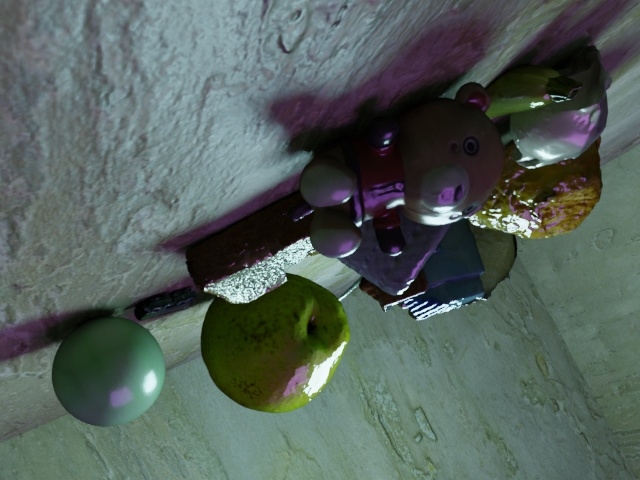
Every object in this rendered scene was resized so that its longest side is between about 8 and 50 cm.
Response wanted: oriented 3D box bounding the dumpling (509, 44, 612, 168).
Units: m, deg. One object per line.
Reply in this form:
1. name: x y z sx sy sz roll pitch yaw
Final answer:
1. dumpling: 0.414 -0.232 1.157 0.147 0.193 0.258 21 148 -7

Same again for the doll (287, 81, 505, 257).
1. doll: 0.115 -0.096 0.990 0.330 0.235 0.174 -16 -149 -13

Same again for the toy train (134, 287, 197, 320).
1. toy train: -0.339 0.140 1.468 0.071 0.038 0.148 -33 167 34

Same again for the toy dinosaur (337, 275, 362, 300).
1. toy dinosaur: 0.172 0.044 1.836 0.393 0.092 0.205 -56 168 -27

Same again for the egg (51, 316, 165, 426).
1. egg: -0.429 0.265 1.356 0.220 0.220 0.269 -22 162 -21

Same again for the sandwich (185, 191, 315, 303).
1. sandwich: -0.091 0.014 1.252 0.288 0.099 0.254 -28 163 7

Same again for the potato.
1. potato: 0.353 0.031 1.805 0.296 0.290 0.397 98 15 -76

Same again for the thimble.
1. thimble: 0.138 -0.034 1.197 0.245 0.157 0.217 -58 177 33

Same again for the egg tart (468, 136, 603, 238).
1. egg tart: 0.477 -0.109 1.442 0.339 0.153 0.351 -13 144 -20

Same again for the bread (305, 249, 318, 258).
1. bread: 0.001 0.000 1.555 0.073 0.053 0.214 -28 174 37

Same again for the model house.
1. model house: 0.146 0.039 1.448 0.329 0.295 0.252 -9 166 -40

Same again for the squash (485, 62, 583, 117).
1. squash: 0.328 -0.244 1.049 0.090 0.075 0.200 -2 -177 -23

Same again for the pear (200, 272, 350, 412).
1. pear: -0.110 0.245 1.670 0.391 0.391 0.391 -25 170 -5
